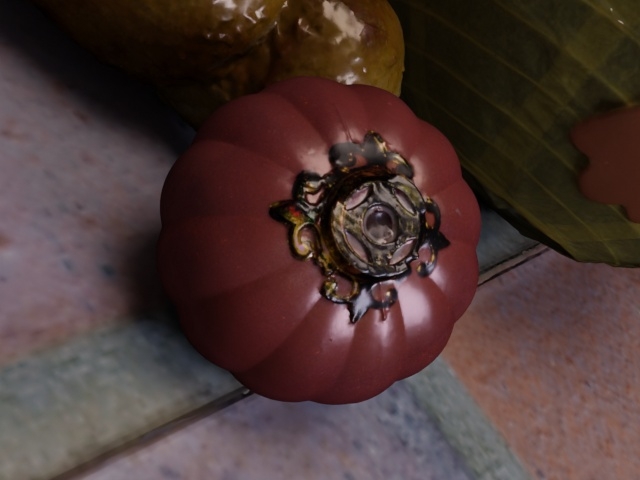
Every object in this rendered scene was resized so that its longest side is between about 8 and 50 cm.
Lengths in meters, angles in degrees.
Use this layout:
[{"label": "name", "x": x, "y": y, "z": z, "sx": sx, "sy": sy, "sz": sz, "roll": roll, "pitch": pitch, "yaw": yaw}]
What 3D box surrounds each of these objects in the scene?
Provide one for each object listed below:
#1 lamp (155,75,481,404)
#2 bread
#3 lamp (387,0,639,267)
[{"label": "lamp", "x": 0.000, "y": 0.000, "z": 0.375, "sx": 0.107, "sy": 0.092, "sz": 0.107, "roll": 2, "pitch": 85, "yaw": -23}, {"label": "bread", "x": -0.114, "y": -0.145, "z": 0.414, "sx": 0.344, "sy": 0.084, "sz": 0.124, "roll": 37, "pitch": 12, "yaw": -15}, {"label": "lamp", "x": 0.163, "y": -0.124, "z": 0.522, "sx": 0.250, "sy": 0.284, "sz": 0.250, "roll": 38, "pitch": -1, "yaw": 0}]
